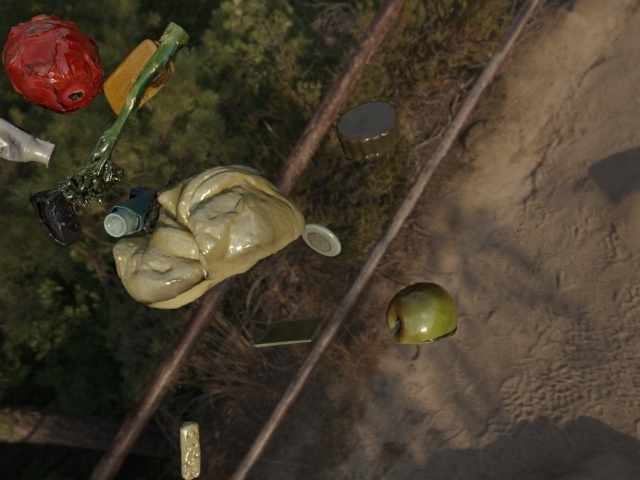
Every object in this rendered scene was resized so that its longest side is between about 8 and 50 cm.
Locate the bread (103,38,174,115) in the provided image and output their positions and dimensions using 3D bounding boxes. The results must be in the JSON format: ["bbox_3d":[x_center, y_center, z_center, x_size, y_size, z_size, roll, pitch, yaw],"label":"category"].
[{"bbox_3d":[-0.465,-0.412,1.305,0.200,0.077,0.116,-36,84,20],"label":"bread"}]

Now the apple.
[{"bbox_3d":[0.304,0.220,1.525,0.207,0.188,0.174,47,131,43],"label":"apple"}]

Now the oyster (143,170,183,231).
[{"bbox_3d":[-0.395,-0.095,1.264,0.177,0.056,0.105,-59,10,26],"label":"oyster"}]

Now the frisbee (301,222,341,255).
[{"bbox_3d":[0.000,0.000,1.230,0.110,0.110,0.014,-1,44,46],"label":"frisbee"}]

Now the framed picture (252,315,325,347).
[{"bbox_3d":[-0.098,0.304,1.700,0.197,0.252,0.014,-8,97,12],"label":"framed picture"}]

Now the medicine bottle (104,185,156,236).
[{"bbox_3d":[-0.503,-0.079,1.382,0.258,0.124,0.079,-65,-13,-69],"label":"medicine bottle"}]

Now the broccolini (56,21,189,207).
[{"bbox_3d":[-0.231,-0.148,0.627,0.254,0.057,0.071,-55,24,1],"label":"broccolini"}]

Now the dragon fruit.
[{"bbox_3d":[-0.674,-0.447,1.293,0.241,0.252,0.241,-51,4,5],"label":"dragon fruit"}]

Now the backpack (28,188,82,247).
[{"bbox_3d":[-0.720,-0.065,1.405,0.120,0.165,0.105,11,37,45],"label":"backpack"}]

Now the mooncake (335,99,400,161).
[{"bbox_3d":[0.170,-0.372,1.762,0.228,0.124,0.228,-12,45,13],"label":"mooncake"}]

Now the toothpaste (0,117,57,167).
[{"bbox_3d":[-0.714,-0.229,1.087,0.096,0.266,0.061,-57,26,29],"label":"toothpaste"}]

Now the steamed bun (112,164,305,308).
[{"bbox_3d":[-0.235,-0.023,1.069,0.372,0.230,0.325,-26,12,11],"label":"steamed bun"}]

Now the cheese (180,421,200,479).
[{"bbox_3d":[-0.431,0.695,1.684,0.043,0.064,0.194,-162,72,-67],"label":"cheese"}]
